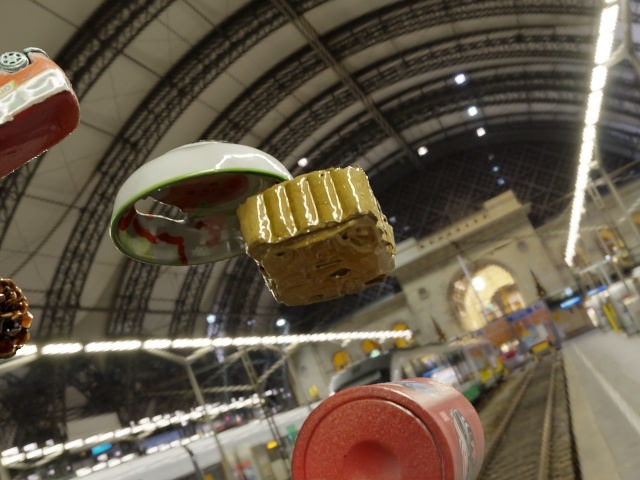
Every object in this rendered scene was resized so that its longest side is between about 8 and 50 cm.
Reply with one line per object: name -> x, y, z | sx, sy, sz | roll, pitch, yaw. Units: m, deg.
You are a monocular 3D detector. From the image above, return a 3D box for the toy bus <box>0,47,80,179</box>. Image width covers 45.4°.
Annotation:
toy bus -> -0.455, -0.158, 1.065 | 0.265, 0.120, 0.121 | -41, -28, -30

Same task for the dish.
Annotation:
dish -> -0.201, -0.081, 1.310 | 0.324, 0.124, 0.324 | -12, -25, -6

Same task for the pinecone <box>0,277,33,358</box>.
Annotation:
pinecone -> -0.547, 0.125, 1.246 | 0.174, 0.173, 0.173 | -23, -13, -6

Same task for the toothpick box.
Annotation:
toothpick box -> 0.109, 0.295, 1.059 | 0.204, 0.204, 0.333 | -27, -16, 12

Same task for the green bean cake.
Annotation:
green bean cake -> 0.000, 0.000, 1.242 | 0.230, 0.131, 0.224 | -18, -35, 7
